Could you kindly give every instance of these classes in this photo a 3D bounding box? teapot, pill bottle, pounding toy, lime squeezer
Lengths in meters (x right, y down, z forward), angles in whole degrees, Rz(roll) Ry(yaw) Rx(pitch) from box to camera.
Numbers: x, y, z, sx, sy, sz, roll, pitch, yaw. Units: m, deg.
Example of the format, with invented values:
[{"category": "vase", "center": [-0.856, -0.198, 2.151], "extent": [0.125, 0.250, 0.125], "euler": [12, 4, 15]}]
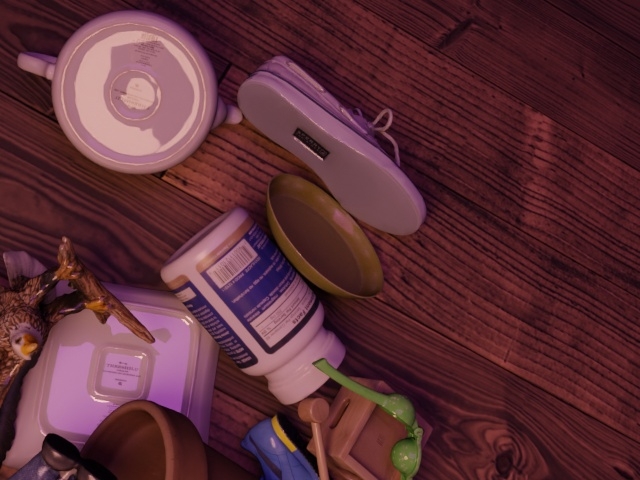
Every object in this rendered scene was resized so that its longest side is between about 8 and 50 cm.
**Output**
[{"category": "teapot", "center": [-0.279, -0.224, 1.186], "extent": [0.252, 0.187, 0.256], "euler": [-31, 108, -3]}, {"category": "pill bottle", "center": [-0.091, 0.097, 1.131], "extent": [0.153, 0.153, 0.265], "euler": [-43, 102, -25]}, {"category": "pounding toy", "center": [0.031, 0.283, 1.127], "extent": [0.206, 0.094, 0.181], "euler": [45, 63, -24]}, {"category": "lime squeezer", "center": [0.095, 0.282, 1.080], "extent": [0.110, 0.058, 0.311], "euler": [-28, 104, -34]}]

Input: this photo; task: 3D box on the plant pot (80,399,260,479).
[{"category": "plant pot", "center": [-0.175, 0.358, 0.993], "extent": [0.229, 0.263, 0.263], "euler": [31, 63, -35]}]

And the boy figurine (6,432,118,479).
[{"category": "boy figurine", "center": [-0.359, 0.353, 0.875], "extent": [0.177, 0.092, 0.285], "euler": [39, 79, -4]}]

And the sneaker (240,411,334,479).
[{"category": "sneaker", "center": [-0.034, 0.349, 1.136], "extent": [0.082, 0.069, 0.209], "euler": [-36, 93, 5]}]

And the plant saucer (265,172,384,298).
[{"category": "plant saucer", "center": [0.000, 0.000, 1.210], "extent": [0.241, 0.037, 0.241], "euler": [38, 26, -22]}]

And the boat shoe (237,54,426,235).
[{"category": "boat shoe", "center": [0.043, -0.170, 1.299], "extent": [0.367, 0.136, 0.156], "euler": [38, 51, -5]}]

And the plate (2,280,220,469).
[{"category": "plate", "center": [-0.282, 0.191, 1.115], "extent": [0.277, 0.045, 0.278], "euler": [11, 69, -15]}]

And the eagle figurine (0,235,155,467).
[{"category": "eagle figurine", "center": [-0.390, 0.134, 0.962], "extent": [0.226, 0.225, 0.298], "euler": [42, 71, 10]}]
